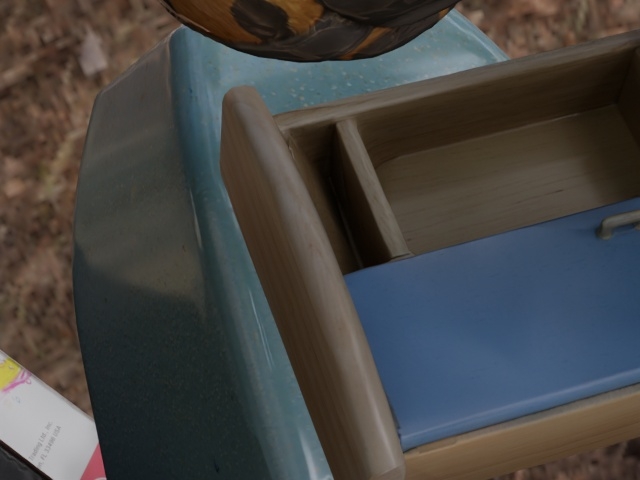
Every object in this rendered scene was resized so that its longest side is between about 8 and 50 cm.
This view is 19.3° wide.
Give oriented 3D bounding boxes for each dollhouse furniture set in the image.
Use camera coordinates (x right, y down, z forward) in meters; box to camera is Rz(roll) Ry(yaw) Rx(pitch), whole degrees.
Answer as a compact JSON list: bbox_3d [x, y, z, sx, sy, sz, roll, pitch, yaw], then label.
[{"bbox_3d":[0.078,-0.111,0.493,0.198,0.303,0.286,-14,59,-14],"label":"dollhouse furniture set"}]

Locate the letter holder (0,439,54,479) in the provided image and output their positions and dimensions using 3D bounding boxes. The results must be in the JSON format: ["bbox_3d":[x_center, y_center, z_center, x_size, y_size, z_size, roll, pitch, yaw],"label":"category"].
[{"bbox_3d":[-0.226,0.166,0.977,0.152,0.302,0.214,-55,21,-16],"label":"letter holder"}]

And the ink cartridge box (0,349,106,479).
[{"bbox_3d":[-0.285,0.182,1.300,0.131,0.306,0.226,-32,25,48],"label":"ink cartridge box"}]

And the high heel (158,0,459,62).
[{"bbox_3d":[0.026,-0.165,0.330,0.186,0.093,0.261,-11,69,49],"label":"high heel"}]

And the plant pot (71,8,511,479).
[{"bbox_3d":[0.000,0.000,1.030,0.247,0.252,0.248,-16,-4,-27],"label":"plant pot"}]
